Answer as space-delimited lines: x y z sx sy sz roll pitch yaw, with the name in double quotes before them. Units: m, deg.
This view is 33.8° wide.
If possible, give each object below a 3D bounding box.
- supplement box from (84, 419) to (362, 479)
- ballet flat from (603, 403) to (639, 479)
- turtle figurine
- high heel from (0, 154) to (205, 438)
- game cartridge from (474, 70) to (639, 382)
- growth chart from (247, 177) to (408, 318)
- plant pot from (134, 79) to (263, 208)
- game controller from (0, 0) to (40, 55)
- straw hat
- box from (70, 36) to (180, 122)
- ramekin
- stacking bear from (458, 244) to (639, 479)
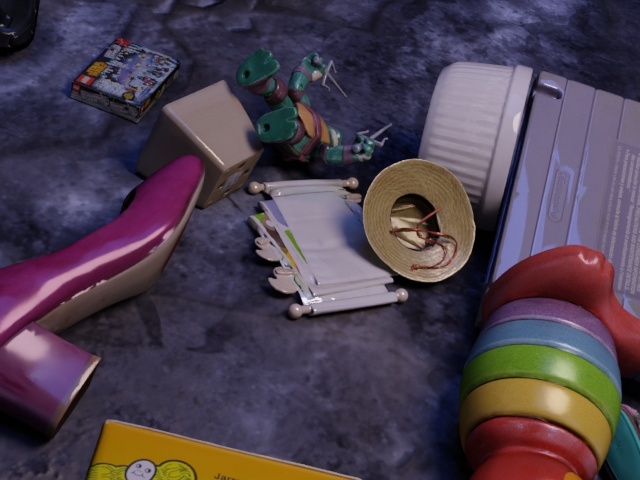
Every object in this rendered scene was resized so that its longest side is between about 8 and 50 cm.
"supplement box" -0.095 0.320 0.643 0.195 0.194 0.356 15 37 -5
"ballet flat" 0.325 0.254 1.007 0.079 0.077 0.221 25 33 -24
"turtle figurine" -0.010 -0.147 1.293 0.175 0.118 0.234 51 17 23
"high heel" -0.245 0.004 1.012 0.181 0.127 0.377 30 41 -3
"game cartridge" 0.324 -0.020 1.219 0.230 0.068 0.355 21 59 -3
"growth chart" 0.000 0.000 1.214 0.172 0.021 0.237 0 42 -22
"plant pot" -0.132 -0.104 1.226 0.096 0.109 0.109 45 43 10
"game controller" -0.465 -0.348 1.427 0.166 0.067 0.319 -4 41 -6
"straw hat" 0.106 -0.019 1.228 0.144 0.061 0.144 2 83 -15
"box" -0.250 -0.209 1.360 0.094 0.027 0.137 20 38 4
"ramekin" 0.185 -0.123 1.299 0.109 0.207 0.207 14 37 8
"stacking bear" 0.204 0.174 0.981 0.175 0.164 0.289 50 41 -27
